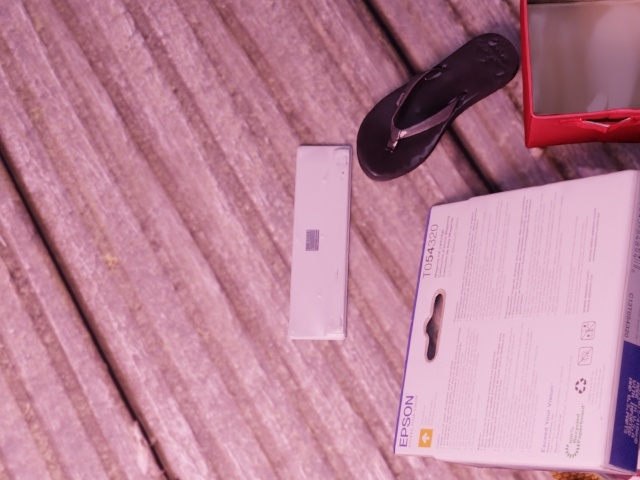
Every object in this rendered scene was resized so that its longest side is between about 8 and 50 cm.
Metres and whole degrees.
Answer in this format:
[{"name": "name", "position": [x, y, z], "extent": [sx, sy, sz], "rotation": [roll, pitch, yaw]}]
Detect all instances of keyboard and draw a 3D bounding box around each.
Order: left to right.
[{"name": "keyboard", "position": [0.000, 0.000, 1.603], "extent": [0.072, 0.014, 0.256], "rotation": [-1, 74, 12]}]

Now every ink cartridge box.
[{"name": "ink cartridge box", "position": [0.234, 0.099, 1.446], "extent": [0.071, 0.330, 0.324], "rotation": [19, 74, -33]}]

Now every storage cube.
[{"name": "storage cube", "position": [0.336, -0.223, 1.514], "extent": [0.183, 0.193, 0.215], "rotation": [-2, 82, 7]}]

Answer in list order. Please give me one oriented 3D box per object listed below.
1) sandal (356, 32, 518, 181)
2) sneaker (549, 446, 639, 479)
[{"name": "sandal", "position": [0.142, -0.180, 1.611], "extent": [0.254, 0.054, 0.097], "rotation": [-43, 73, -6]}, {"name": "sneaker", "position": [0.347, 0.259, 1.461], "extent": [0.185, 0.069, 0.084], "rotation": [23, 57, 16]}]
